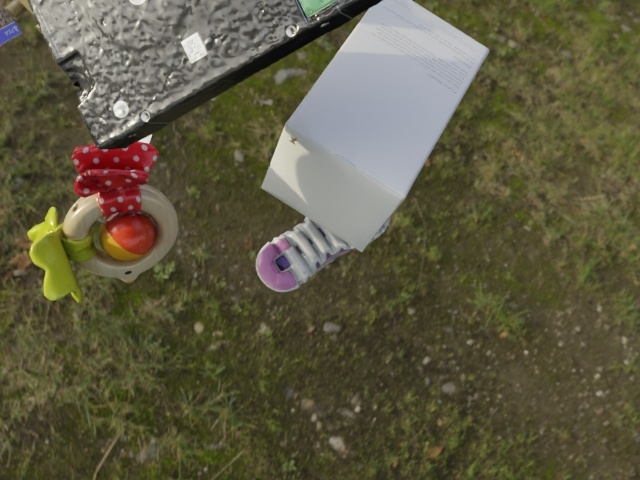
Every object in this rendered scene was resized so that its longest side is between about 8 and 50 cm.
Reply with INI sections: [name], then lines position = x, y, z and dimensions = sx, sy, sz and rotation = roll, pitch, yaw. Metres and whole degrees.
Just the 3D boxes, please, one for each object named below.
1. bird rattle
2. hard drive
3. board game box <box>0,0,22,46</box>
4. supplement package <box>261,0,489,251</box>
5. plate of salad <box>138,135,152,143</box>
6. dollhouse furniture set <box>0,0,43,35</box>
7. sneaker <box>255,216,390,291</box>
[bird rattle]
position = -0.301, -0.032, 1.134
dimensions = 0.207, 0.253, 0.143
rotation = 29, 13, -45
[hard drive]
position = -0.129, -0.268, 0.787
dimensions = 0.237, 0.338, 0.064
rotation = 64, 19, 0
[board game box]
position = -0.757, -0.471, 1.513
dimensions = 0.141, 0.291, 0.232
rotation = -23, 24, 15
[supplement package]
position = 0.075, -0.168, 1.096
dimensions = 0.177, 0.175, 0.293
rotation = 33, 61, 0
[plate of salad]
position = -0.375, -0.134, 1.525
dimensions = 0.048, 0.199, 0.200
rotation = 33, 46, -25
[dollhouse furniture set]
position = -0.380, -0.370, 1.079
dimensions = 0.151, 0.144, 0.123
rotation = 19, 68, 48
[sneaker]
position = 0.000, 0.000, 1.234
dimensions = 0.236, 0.104, 0.095
rotation = -32, 85, -14
